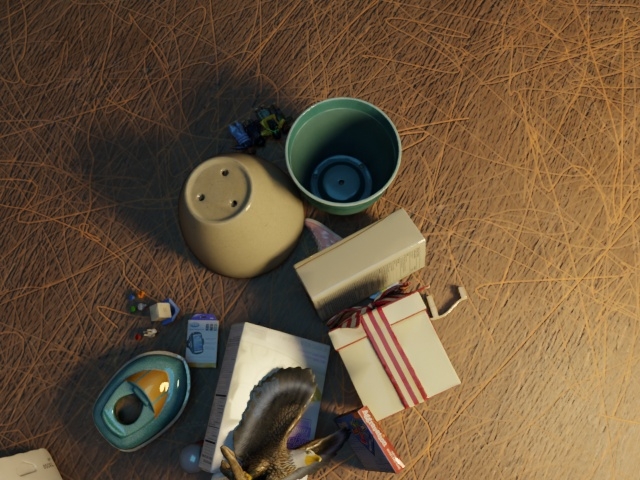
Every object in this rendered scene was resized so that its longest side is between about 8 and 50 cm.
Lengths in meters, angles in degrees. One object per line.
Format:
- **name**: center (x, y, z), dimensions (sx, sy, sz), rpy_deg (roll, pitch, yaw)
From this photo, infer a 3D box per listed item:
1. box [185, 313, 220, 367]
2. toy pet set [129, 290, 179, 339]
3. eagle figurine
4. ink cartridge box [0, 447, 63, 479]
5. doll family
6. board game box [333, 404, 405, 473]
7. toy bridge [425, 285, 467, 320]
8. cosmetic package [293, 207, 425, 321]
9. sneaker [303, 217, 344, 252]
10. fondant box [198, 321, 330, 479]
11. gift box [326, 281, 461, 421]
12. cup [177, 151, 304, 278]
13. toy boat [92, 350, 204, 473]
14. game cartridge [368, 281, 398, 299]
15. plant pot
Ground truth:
- **box**: center (-0.301, 0.258, 1.506), dimensions (0.081, 0.028, 0.136), rpy_deg (1, 74, 2)
- **toy pet set**: center (-0.428, 0.186, 1.521), dimensions (0.114, 0.065, 0.122), rpy_deg (-24, 71, 32)
- **eagle figurine**: center (-0.081, 0.447, 1.246), dimensions (0.225, 0.298, 0.226), rpy_deg (18, 118, 15)
- **ink cartridge box**: center (-0.800, 0.654, 1.290), dimensions (0.395, 0.285, 0.166), rpy_deg (-34, 80, -6)
- **doll family**: center (-0.164, -0.301, 1.615), dimensions (0.193, 0.076, 0.111), rpy_deg (-33, 82, -1)
- **board game box**: center (0.102, 0.451, 1.321), dimensions (0.027, 0.281, 0.145), rpy_deg (-31, 78, -18)
- **toy bridge**: center (0.288, 0.173, 1.512), dimensions (0.188, 0.026, 0.063), rpy_deg (-16, 78, -1)
- **cosmetic package**: center (0.102, 0.064, 1.466), dimensions (0.309, 0.160, 0.113), rpy_deg (-28, 62, -7)
- **sneaker**: center (0.000, 0.000, 1.547), dimensions (0.134, 0.051, 0.070), rpy_deg (34, 75, 4)
- **fondant box**: center (-0.124, 0.381, 1.371), dimensions (0.238, 0.096, 0.330), rpy_deg (20, 71, -25)
- **gift box**: center (0.175, 0.245, 1.362), dimensions (0.255, 0.276, 0.258), rpy_deg (-25, 78, 0)
- **cup**: center (-0.220, -0.086, 1.463), dimensions (0.331, 0.237, 0.331), rpy_deg (-2, 77, 7)
- **toy boat**: center (-0.380, 0.421, 1.402), dimensions (0.318, 0.148, 0.267), rpy_deg (41, 85, 9)
- **game cartridge**: center (0.164, 0.129, 1.532), dimensions (0.083, 0.017, 0.056), rpy_deg (-3, 80, 1)
- **plant pot**: center (0.054, -0.179, 1.484), dimensions (0.271, 0.255, 0.272), rpy_deg (0, 76, 1)
